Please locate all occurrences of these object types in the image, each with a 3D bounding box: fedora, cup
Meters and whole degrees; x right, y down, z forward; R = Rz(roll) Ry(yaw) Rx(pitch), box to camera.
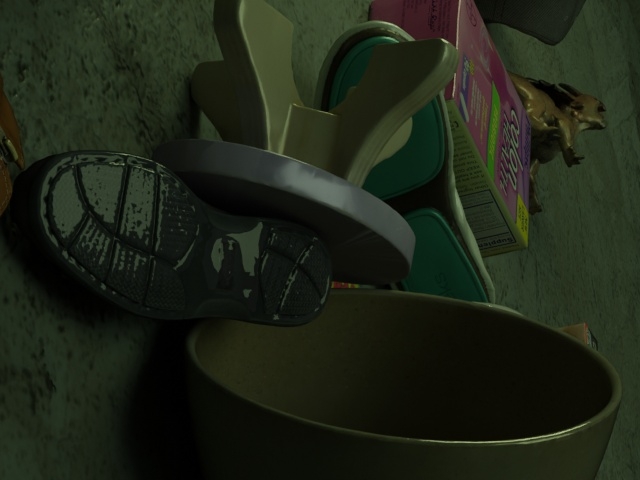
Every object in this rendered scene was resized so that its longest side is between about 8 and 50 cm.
[{"bbox_3d":[0.281,-0.341,2.356,0.275,0.243,0.124,-34,139,-70],"label":"fedora"},{"bbox_3d":[0.053,0.198,1.331,0.331,0.331,0.237,-37,135,-67],"label":"cup"}]

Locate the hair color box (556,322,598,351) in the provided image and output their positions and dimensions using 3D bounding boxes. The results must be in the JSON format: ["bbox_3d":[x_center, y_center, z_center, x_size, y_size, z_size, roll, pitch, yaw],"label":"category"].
[{"bbox_3d":[0.228,0.158,1.936,0.053,0.167,0.093,50,33,-50],"label":"hair color box"}]

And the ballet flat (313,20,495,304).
[{"bbox_3d":[0.079,-0.067,1.782,0.139,0.139,0.400,-75,150,-50],"label":"ballet flat"}]

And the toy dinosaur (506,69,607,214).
[{"bbox_3d":[0.270,-0.176,2.321,0.295,0.127,0.200,36,36,-42],"label":"toy dinosaur"}]

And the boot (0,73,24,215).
[{"bbox_3d":[-0.229,-0.147,1.028,0.220,0.109,0.283,57,31,-39],"label":"boot"}]

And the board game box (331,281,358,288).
[{"bbox_3d":[0.000,0.000,1.621,0.092,0.043,0.181,52,32,-48],"label":"board game box"}]

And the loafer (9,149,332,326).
[{"bbox_3d":[-0.119,0.008,1.266,0.302,0.095,0.109,19,77,-47],"label":"loafer"}]

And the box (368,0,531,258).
[{"bbox_3d":[0.146,-0.133,1.969,0.213,0.117,0.243,-82,151,-44],"label":"box"}]

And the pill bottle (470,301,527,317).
[{"bbox_3d":[0.139,0.221,1.540,0.169,0.169,0.302,48,28,-52],"label":"pill bottle"}]

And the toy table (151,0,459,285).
[{"bbox_3d":[-0.014,-0.079,1.391,0.274,0.252,0.161,42,55,-60],"label":"toy table"}]
